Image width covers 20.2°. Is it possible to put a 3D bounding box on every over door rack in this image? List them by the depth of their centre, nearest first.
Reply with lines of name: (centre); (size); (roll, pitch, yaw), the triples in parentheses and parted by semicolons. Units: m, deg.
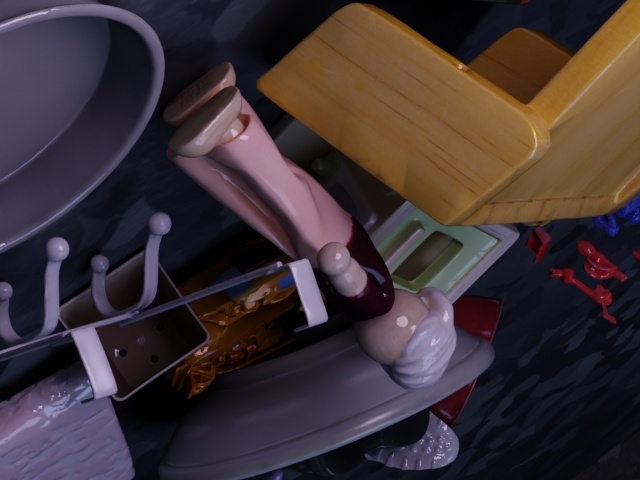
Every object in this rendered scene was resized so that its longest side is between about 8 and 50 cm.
over door rack: (-0.187, 0.049, 1.500); (0.239, 0.108, 0.324); (-17, -170, -39)

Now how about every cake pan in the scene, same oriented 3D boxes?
cake pan: (-0.254, -0.085, 1.354); (0.293, 0.054, 0.293); (-31, 157, -15)

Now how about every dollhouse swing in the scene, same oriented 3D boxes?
dollhouse swing: (0.196, -0.186, 1.566); (0.347, 0.315, 0.305); (-5, 128, -57)

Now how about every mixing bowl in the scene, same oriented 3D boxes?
mixing bowl: (0.154, 0.140, 2.304); (0.181, 0.098, 0.181); (-158, -90, -89)

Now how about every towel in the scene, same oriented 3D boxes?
towel: (-0.358, 0.269, 1.896); (0.332, 0.053, 0.317); (-32, 158, -12)

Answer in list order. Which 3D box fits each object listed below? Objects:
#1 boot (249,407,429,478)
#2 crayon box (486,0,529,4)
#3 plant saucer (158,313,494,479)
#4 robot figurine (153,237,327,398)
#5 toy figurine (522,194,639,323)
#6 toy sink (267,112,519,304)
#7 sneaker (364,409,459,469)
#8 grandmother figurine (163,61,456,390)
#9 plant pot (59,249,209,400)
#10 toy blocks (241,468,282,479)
boot: (-0.016, 0.231, 2.211); (0.229, 0.091, 0.263); (-10, -174, 41)
crayon box: (0.129, -0.298, 1.478); (0.318, 0.081, 0.202); (-5, 142, -52)
plant saucer: (-0.007, 0.155, 2.016); (0.400, 0.100, 0.400); (-20, -176, 1)
robot figurine: (-0.035, 0.051, 1.908); (0.291, 0.085, 0.211); (-26, 156, -25)
toy figurine: (0.443, -0.084, 2.245); (0.362, 0.191, 0.217); (-25, 150, -31)
toy sink: (0.052, -0.026, 1.734); (0.153, 0.131, 0.234); (-46, 136, 17)
sneaker: (0.070, 0.244, 2.313); (0.095, 0.235, 0.090); (38, 64, -68)
grandmother figurine: (0.000, 0.000, 1.567); (0.104, 0.342, 0.208); (-34, -156, 17)
plant pot: (-0.179, 0.090, 1.756); (0.109, 0.109, 0.096); (-35, 171, -8)
toy blocks: (-0.096, 0.455, 2.307); (0.288, 0.309, 0.260); (-15, 155, -44)
